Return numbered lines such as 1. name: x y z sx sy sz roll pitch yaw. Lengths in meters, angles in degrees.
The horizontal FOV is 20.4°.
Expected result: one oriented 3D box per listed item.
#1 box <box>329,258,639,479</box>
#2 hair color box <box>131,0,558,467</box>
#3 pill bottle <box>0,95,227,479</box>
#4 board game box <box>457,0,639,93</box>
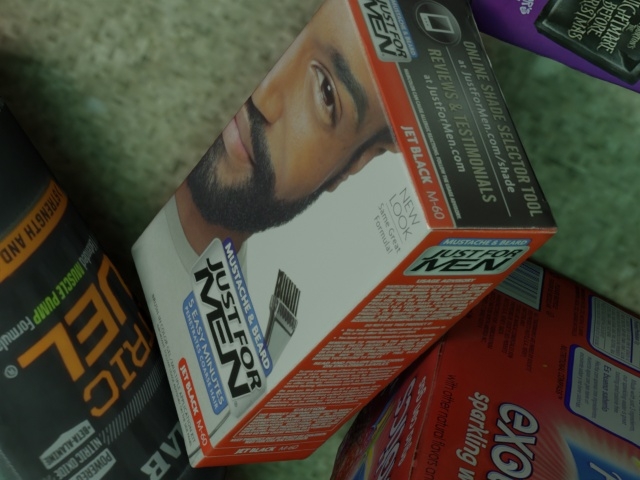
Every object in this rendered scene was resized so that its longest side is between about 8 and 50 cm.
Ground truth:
1. box: 0.063 0.123 0.584 0.128 0.257 0.122 27 118 -3
2. hair color box: 0.000 0.000 0.596 0.053 0.093 0.167 0 149 -34
3. pill bottle: -0.120 0.059 0.662 0.130 0.130 0.245 -24 111 22
4. board game box: 0.064 -0.192 0.461 0.208 0.056 0.347 17 143 -4
